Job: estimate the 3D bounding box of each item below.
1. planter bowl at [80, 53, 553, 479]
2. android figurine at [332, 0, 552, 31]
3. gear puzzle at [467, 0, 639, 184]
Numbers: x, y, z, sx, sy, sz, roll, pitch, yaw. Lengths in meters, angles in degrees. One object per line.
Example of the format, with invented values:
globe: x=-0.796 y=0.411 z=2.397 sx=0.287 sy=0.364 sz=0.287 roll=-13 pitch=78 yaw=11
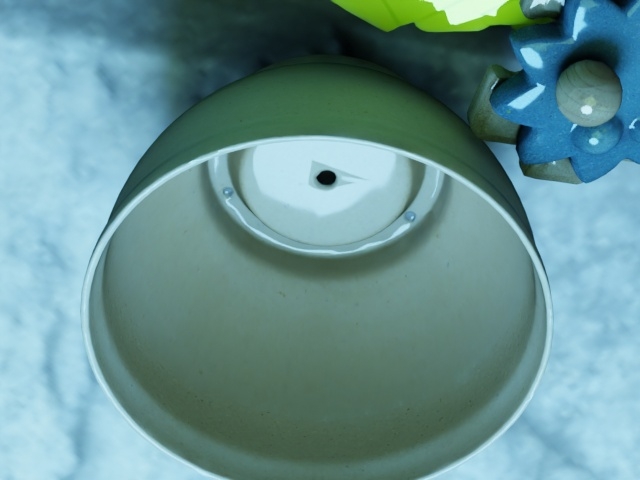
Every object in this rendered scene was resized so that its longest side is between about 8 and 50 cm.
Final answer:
planter bowl: x=0.000 y=0.000 z=0.703 sx=0.162 sy=0.109 sz=0.162 roll=1 pitch=126 yaw=1
android figurine: x=0.039 y=-0.176 z=0.604 sx=0.248 sy=0.056 sz=0.273 roll=-27 pitch=121 yaw=20
gear puzzle: x=0.227 y=-0.059 z=0.653 sx=0.339 sy=0.044 sz=0.175 roll=7 pitch=131 yaw=-21
